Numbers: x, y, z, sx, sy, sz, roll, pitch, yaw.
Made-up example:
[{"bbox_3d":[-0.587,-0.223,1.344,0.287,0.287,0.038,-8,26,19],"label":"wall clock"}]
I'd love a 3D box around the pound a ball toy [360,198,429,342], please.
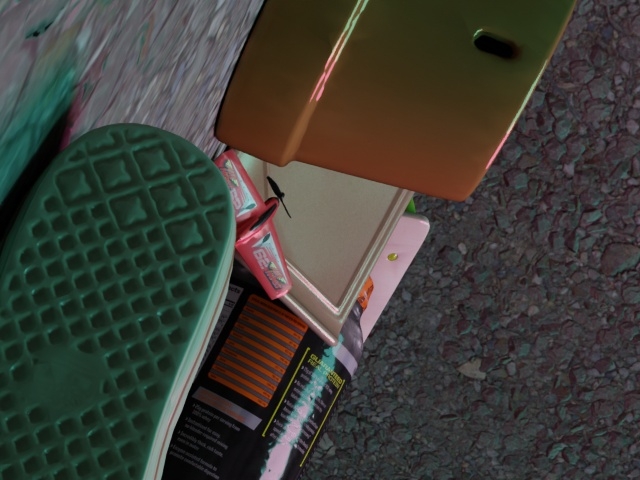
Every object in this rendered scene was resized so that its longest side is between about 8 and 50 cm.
[{"bbox_3d":[0.000,0.000,1.701,0.319,0.136,0.208,118,-24,-42],"label":"pound a ball toy"}]

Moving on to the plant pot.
[{"bbox_3d":[0.071,-0.162,1.152,0.290,0.204,0.291,-61,180,-1],"label":"plant pot"}]

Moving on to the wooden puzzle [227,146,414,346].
[{"bbox_3d":[-0.007,-0.052,1.362,0.044,0.221,0.238,2,-122,43],"label":"wooden puzzle"}]

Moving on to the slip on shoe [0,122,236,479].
[{"bbox_3d":[-0.128,0.107,0.565,0.101,0.123,0.331,126,-12,-63],"label":"slip on shoe"}]

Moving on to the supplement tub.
[{"bbox_3d":[-0.090,0.155,1.458,0.338,0.207,0.207,-61,179,-17],"label":"supplement tub"}]

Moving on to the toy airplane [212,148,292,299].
[{"bbox_3d":[-0.078,0.003,1.236,0.028,0.151,0.151,6,-121,43],"label":"toy airplane"}]
